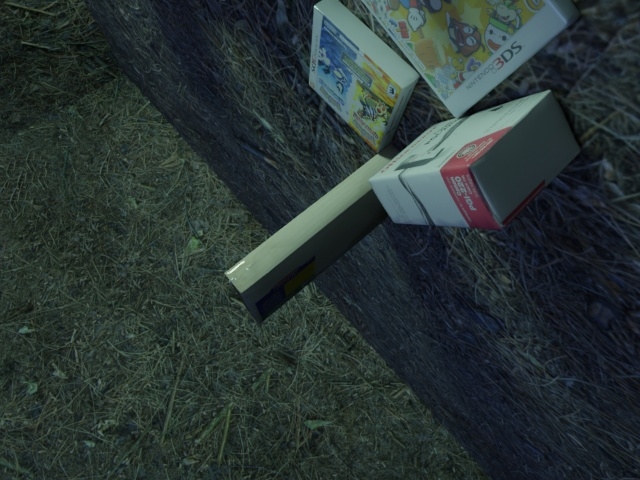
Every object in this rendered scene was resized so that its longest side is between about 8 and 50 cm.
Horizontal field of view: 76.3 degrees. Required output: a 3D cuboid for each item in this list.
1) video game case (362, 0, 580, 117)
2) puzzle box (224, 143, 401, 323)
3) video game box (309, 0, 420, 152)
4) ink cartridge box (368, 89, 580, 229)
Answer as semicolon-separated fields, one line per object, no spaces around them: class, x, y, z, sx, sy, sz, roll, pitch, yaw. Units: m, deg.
video game case;0.152;-0.283;0.487;0.227;0.026;0.206;51;164;-1
puzzle box;0.000;0.000;0.850;0.052;0.409;0.272;47;163;15
video game box;0.063;-0.280;0.713;0.205;0.048;0.187;48;167;12
ink cartridge box;0.190;-0.099;0.551;0.092;0.158;0.218;54;164;-16
